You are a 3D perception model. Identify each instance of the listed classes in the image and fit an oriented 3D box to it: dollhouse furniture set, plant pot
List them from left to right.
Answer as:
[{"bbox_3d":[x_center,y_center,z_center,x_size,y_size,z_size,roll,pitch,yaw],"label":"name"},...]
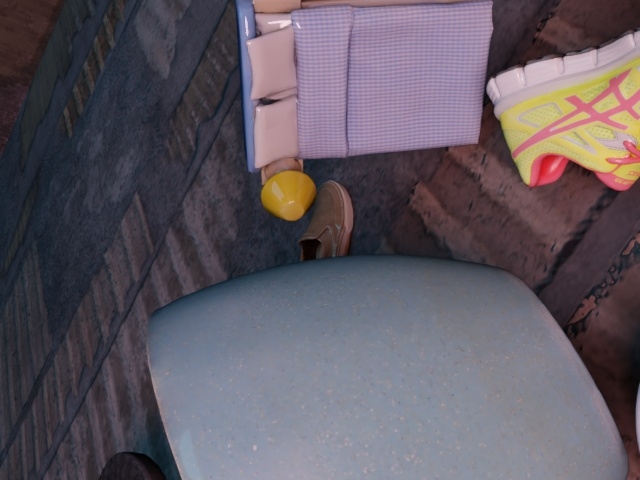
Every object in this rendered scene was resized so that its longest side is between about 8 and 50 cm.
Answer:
[{"bbox_3d":[0.058,0.122,0.513,0.195,0.290,0.290,-28,39,0],"label":"plant pot"},{"bbox_3d":[0.091,-0.135,0.605,0.198,0.286,0.303,-105,14,-54],"label":"dollhouse furniture set"}]

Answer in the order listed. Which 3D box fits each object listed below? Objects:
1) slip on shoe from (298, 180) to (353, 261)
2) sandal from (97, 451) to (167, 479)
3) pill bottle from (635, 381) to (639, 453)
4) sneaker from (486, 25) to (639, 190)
[{"bbox_3d":[0.000,0.000,0.853,0.051,0.041,0.135,-25,54,52],"label":"slip on shoe"},{"bbox_3d":[-0.102,0.382,0.784,0.167,0.107,0.446,-57,46,22],"label":"sandal"},{"bbox_3d":[0.236,0.080,0.364,0.184,0.103,0.103,-13,64,56],"label":"pill bottle"},{"bbox_3d":[0.201,-0.081,0.548,0.208,0.081,0.094,-10,88,53],"label":"sneaker"}]
